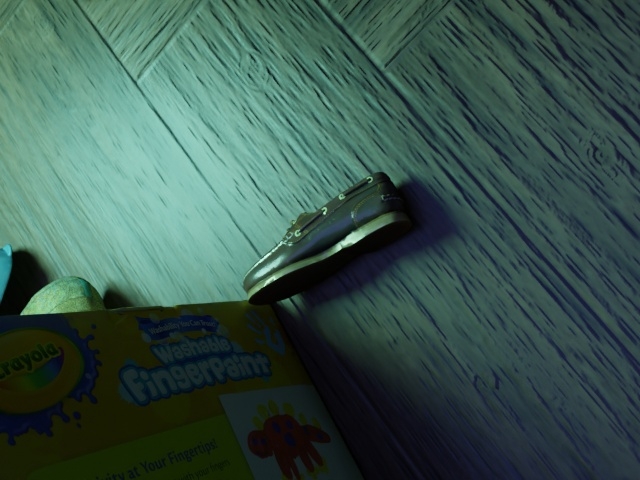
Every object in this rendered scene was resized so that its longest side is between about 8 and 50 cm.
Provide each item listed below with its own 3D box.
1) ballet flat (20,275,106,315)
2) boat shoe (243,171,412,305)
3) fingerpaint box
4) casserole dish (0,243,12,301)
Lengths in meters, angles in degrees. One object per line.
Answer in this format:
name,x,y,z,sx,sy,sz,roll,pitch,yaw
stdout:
ballet flat,-0.404,0.178,1.028,0.348,0.123,0.123,-45,69,19
boat shoe,0.000,0.000,0.844,0.207,0.073,0.073,-29,67,15
fingerpaint box,-0.136,0.252,0.690,0.163,0.445,0.371,-37,73,22
casserole dish,-0.479,0.091,1.069,0.114,0.037,0.188,20,91,57
